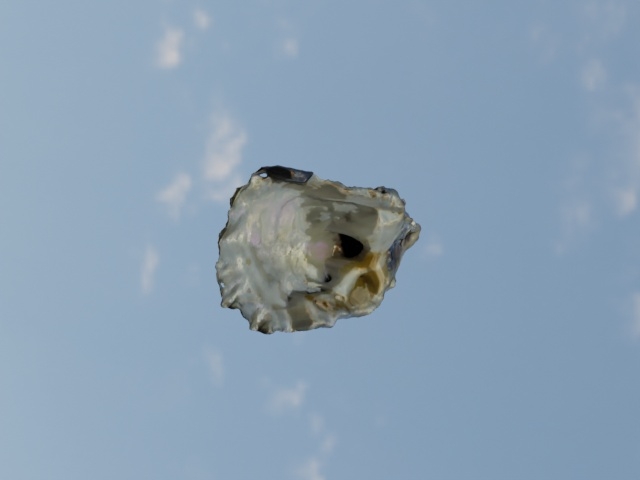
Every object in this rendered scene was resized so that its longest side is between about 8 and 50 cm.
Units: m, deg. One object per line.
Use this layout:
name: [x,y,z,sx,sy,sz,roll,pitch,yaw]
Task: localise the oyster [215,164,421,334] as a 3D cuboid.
oyster: [0.000,0.000,1.068,0.045,0.146,0.121,37,-25,44]
